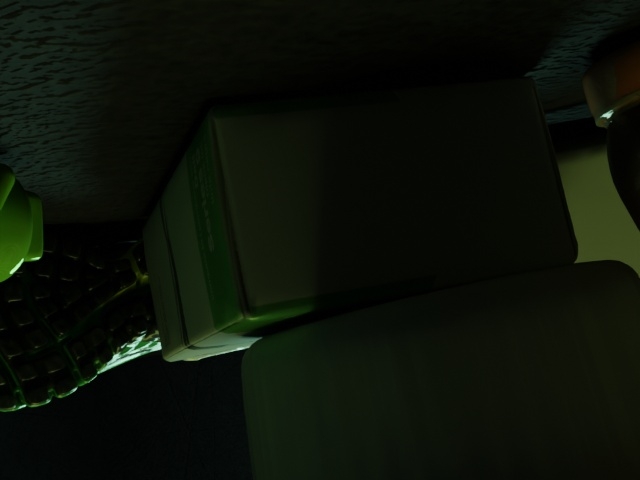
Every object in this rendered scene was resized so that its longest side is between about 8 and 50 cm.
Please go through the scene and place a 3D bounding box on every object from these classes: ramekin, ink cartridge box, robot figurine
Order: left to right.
[{"bbox_3d":[-0.200,-0.009,0.451,0.101,0.067,0.115,-2,178,30],"label":"robot figurine"},{"bbox_3d":[0.000,0.000,0.604,0.211,0.122,0.289,-9,171,-21],"label":"ink cartridge box"},{"bbox_3d":[0.083,0.104,0.527,0.277,0.135,0.277,-12,172,-2],"label":"ramekin"}]

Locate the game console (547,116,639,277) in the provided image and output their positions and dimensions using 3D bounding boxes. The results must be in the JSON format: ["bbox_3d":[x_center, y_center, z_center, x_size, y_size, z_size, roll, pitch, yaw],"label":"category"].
[{"bbox_3d":[0.312,0.021,0.721,0.386,0.060,0.342,-10,128,11],"label":"game console"}]

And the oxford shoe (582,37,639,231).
[{"bbox_3d":[0.346,-0.080,0.496,0.363,0.133,0.130,-13,172,9],"label":"oxford shoe"}]

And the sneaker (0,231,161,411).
[{"bbox_3d":[-0.213,0.066,0.731,0.343,0.134,0.146,-5,171,-41],"label":"sneaker"}]
